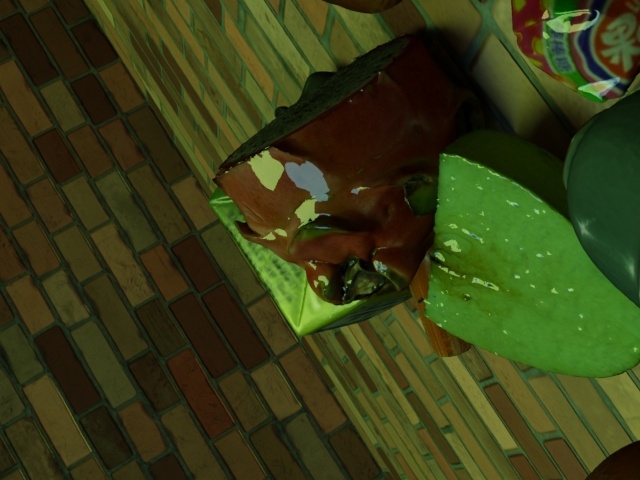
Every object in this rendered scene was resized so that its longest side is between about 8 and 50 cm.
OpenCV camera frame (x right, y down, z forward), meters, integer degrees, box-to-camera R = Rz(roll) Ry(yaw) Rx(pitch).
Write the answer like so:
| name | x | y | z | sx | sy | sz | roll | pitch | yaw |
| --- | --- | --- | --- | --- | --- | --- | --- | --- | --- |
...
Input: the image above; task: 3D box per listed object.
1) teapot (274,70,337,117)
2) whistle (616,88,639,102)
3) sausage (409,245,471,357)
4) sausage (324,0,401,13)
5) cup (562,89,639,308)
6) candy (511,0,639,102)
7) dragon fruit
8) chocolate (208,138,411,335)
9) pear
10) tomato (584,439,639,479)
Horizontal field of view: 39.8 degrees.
| name | x | y | z | sx | sy | sz | roll | pitch | yaw |
| --- | --- | --- | --- | --- | --- | --- | --- | --- | --- |
| teapot | 0.014 | -0.164 | 1.266 | 0.166 | 0.119 | 0.130 | 48 | 163 | 38 |
| whistle | 0.329 | 0.020 | 0.676 | 0.326 | 0.057 | 0.068 | 60 | 157 | -1 |
| sausage | 0.167 | 0.067 | 1.315 | 0.071 | 0.071 | 0.234 | 38 | 154 | 56 |
| sausage | 0.012 | -0.321 | 1.023 | 0.089 | 0.083 | 0.300 | 53 | 172 | -30 |
| cup | 0.239 | -0.032 | 0.588 | 0.150 | 0.199 | 0.199 | 40 | 157 | 55 |
| candy | 0.152 | -0.222 | 0.725 | 0.365 | 0.124 | 0.124 | 52 | 166 | 56 |
| dragon fruit | 0.047 | -0.067 | 1.007 | 0.226 | 0.305 | 0.305 | 54 | 167 | -12 |
| chocolate | 0.000 | 0.000 | 1.358 | 0.289 | 0.137 | 0.301 | 54 | -159 | 15 |
| pear | 0.234 | 0.018 | 0.871 | 0.239 | 0.139 | 0.288 | 35 | 152 | 25 |
| tomato | 0.352 | 0.334 | 0.855 | 0.265 | 0.265 | 0.265 | 54 | 165 | 21 |
